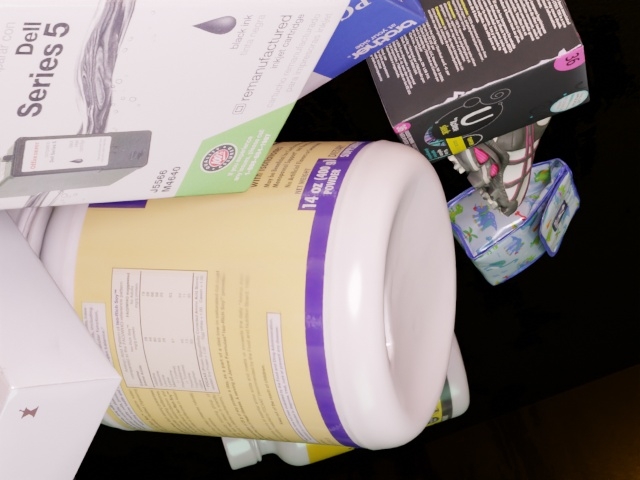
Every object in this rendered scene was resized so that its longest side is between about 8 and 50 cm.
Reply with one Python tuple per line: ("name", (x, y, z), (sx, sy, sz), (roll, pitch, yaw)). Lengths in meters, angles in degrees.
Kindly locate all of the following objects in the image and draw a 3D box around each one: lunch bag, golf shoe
("lunch bag", (0.233, -0.027, 1.529), (0.151, 0.096, 0.129), (-36, 157, 5))
("golf shoe", (0.181, -0.100, 1.256), (0.120, 0.105, 0.273), (-40, 166, 6))

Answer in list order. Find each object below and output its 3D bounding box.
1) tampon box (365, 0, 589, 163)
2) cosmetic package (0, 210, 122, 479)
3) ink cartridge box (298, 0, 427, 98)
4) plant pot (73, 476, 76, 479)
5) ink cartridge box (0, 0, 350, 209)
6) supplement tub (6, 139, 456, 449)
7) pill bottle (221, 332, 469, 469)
("tampon box", (0.127, -0.146, 1.071), (0.161, 0.101, 0.120), (-22, 161, 8))
("cosmetic package", (-0.317, 0.150, 0.999), (0.097, 0.284, 0.377), (1, 128, -43))
("ink cartridge box", (-0.031, -0.147, 1.008), (0.207, 0.046, 0.097), (-28, 160, 26))
("plant pot", (-0.448, 0.305, 1.670), (0.215, 0.215, 0.230), (-18, 147, -2))
("ink cartridge box", (-0.150, -0.121, 0.822), (0.273, 0.115, 0.198), (-7, 147, -32))
("supplement tub", (-0.076, 0.039, 1.059), (0.331, 0.241, 0.241), (1, 168, 21))
("pill bottle", (0.019, 0.195, 1.781), (0.334, 0.188, 0.188), (-17, 161, -5))
